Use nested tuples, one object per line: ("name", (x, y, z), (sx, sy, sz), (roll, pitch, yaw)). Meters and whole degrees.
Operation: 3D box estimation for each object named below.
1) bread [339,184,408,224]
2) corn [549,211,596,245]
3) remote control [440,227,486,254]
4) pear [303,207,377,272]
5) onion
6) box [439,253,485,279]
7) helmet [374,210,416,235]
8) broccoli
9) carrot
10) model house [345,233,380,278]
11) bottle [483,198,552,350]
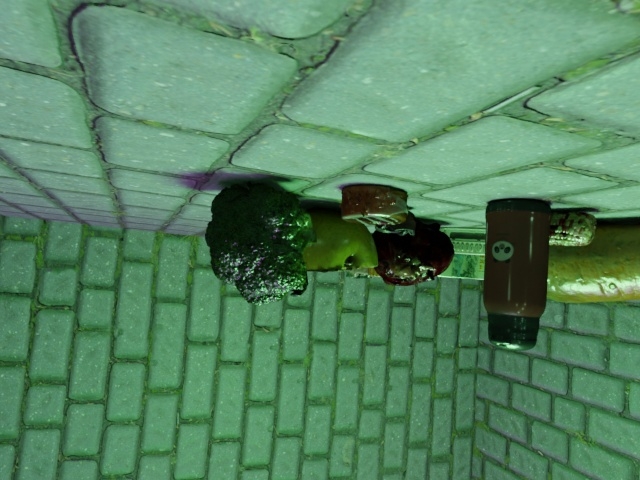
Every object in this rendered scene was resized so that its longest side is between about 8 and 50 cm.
("bread", (0.121, -0.078, 1.049), (0.160, 0.073, 0.160), (5, 176, 0))
("corn", (0.544, -0.031, 1.143), (0.253, 0.086, 0.086), (5, 177, 42))
("remote control", (0.487, 0.002, 1.569), (0.230, 0.090, 0.049), (4, 177, 31))
("pear", (0.000, 0.000, 1.402), (0.340, 0.192, 0.386), (1, 177, -30))
("onion", (0.297, 0.041, 1.474), (0.280, 0.221, 0.281), (5, -167, -1))
("box", (0.603, 0.082, 1.972), (0.256, 0.164, 0.069), (4, 175, 11))
("helmet", (0.211, -0.054, 1.266), (0.098, 0.070, 0.123), (15, 177, -35))
("broccoli", (-0.138, -0.012, 1.118), (0.321, 0.304, 0.283), (28, -147, 29))
("carrot", (0.743, 0.061, 1.234), (0.224, 0.224, 0.340), (8, 173, -36))
("model house", (0.269, 0.080, 2.052), (0.237, 0.202, 0.237), (2, 175, 41))
("bottle", (0.444, 0.081, 1.054), (0.143, 0.336, 0.144), (6, 176, 0))
